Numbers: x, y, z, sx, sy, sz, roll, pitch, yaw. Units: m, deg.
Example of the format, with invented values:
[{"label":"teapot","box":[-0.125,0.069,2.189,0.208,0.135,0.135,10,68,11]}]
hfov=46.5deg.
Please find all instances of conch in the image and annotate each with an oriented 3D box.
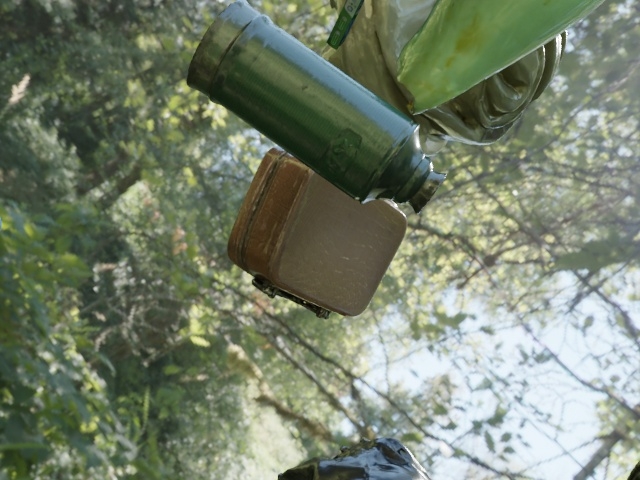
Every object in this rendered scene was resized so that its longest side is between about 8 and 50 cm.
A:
[{"label":"conch","box":[0.183,-0.244,0.771,0.250,0.137,0.143,-40,-120,26]}]

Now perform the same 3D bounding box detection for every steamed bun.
[{"label":"steamed bun","box":[0.192,-0.269,1.059,0.255,0.368,0.342,47,-23,34]}]

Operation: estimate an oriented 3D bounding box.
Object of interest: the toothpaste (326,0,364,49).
[{"label":"toothpaste","box":[0.031,-0.256,0.856,0.017,0.020,0.083,37,-37,2]}]

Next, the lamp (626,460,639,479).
[{"label":"lamp","box":[0.347,0.274,0.604,0.247,0.247,0.247,44,-26,27]}]

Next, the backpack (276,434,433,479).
[{"label":"backpack","box":[0.013,0.471,1.008,0.446,0.255,0.363,-30,-80,24]}]

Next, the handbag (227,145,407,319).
[{"label":"handbag","box":[0.000,0.000,0.771,0.072,0.151,0.193,23,-1,38]}]

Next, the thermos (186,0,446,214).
[{"label":"thermos","box":[0.002,-0.086,0.528,0.188,0.073,0.083,36,5,2]}]
